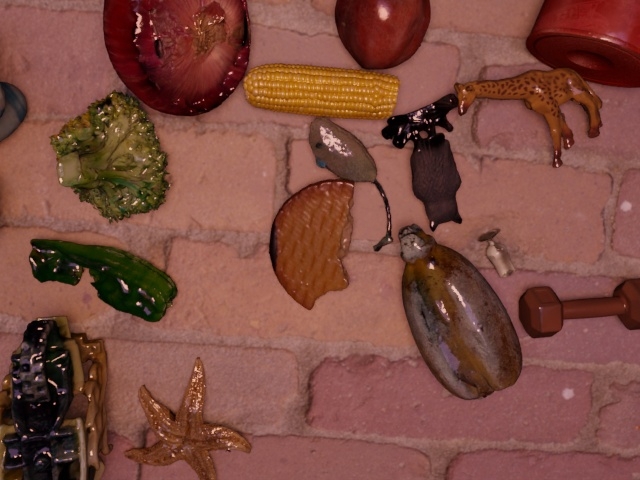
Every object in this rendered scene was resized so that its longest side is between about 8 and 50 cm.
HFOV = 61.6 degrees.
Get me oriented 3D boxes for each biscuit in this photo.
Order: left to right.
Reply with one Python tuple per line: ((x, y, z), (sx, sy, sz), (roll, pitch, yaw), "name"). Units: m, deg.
((0.000, 0.000, 0.909), (0.176, 0.031, 0.228), (42, 110, -5), "biscuit")

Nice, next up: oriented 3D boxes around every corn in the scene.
((0.001, -0.240, 0.868), (0.248, 0.081, 0.081), (4, 99, -1), "corn")

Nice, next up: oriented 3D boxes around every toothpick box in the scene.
((0.468, -0.422, 0.789), (0.204, 0.204, 0.333), (21, 97, -4), "toothpick box")

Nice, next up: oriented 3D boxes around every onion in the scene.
((-0.213, -0.306, 0.791), (0.161, 0.248, 0.248), (8, 100, 23), "onion")

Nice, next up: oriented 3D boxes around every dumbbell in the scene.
((0.468, 0.118, 0.932), (0.231, 0.092, 0.082), (-5, 129, -1), "dumbbell")

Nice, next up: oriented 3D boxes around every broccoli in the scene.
((-0.332, -0.120, 0.825), (0.194, 0.194, 0.220), (14, 104, -3), "broccoli")

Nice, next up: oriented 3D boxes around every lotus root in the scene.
((0.221, 0.113, 0.905), (0.158, 0.140, 0.322), (-26, 93, 27), "lotus root")

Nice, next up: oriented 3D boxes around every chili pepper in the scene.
((-0.367, 0.059, 0.910), (0.253, 0.083, 0.099), (20, 107, -1), "chili pepper")

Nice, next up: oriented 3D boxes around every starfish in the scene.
((-0.247, 0.354, 0.978), (0.235, 0.062, 0.277), (-2, 103, 5), "starfish")

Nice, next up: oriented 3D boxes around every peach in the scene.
((0.090, -0.337, 0.830), (0.152, 0.152, 0.152), (0, 99, -1), "peach")

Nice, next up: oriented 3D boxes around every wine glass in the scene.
((0.312, 0.023, 0.937), (0.042, 0.039, 0.083), (-33, 101, -5), "wine glass")

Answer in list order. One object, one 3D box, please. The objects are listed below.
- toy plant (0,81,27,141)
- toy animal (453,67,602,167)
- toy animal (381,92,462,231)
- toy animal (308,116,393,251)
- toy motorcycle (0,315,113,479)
((-0.574, -0.177, 0.800), (0.247, 0.247, 0.332), (18, 94, -4), "toy plant")
((0.345, -0.222, 0.866), (0.275, 0.054, 0.149), (23, 102, -21), "toy animal")
((0.196, -0.119, 0.875), (0.121, 0.117, 0.210), (-22, 97, -4), "toy animal")
((0.066, -0.104, 0.907), (0.079, 0.070, 0.253), (-21, 115, 37), "toy animal")
((-0.430, 0.319, 0.873), (0.168, 0.237, 0.410), (-1, 97, -16), "toy motorcycle")
